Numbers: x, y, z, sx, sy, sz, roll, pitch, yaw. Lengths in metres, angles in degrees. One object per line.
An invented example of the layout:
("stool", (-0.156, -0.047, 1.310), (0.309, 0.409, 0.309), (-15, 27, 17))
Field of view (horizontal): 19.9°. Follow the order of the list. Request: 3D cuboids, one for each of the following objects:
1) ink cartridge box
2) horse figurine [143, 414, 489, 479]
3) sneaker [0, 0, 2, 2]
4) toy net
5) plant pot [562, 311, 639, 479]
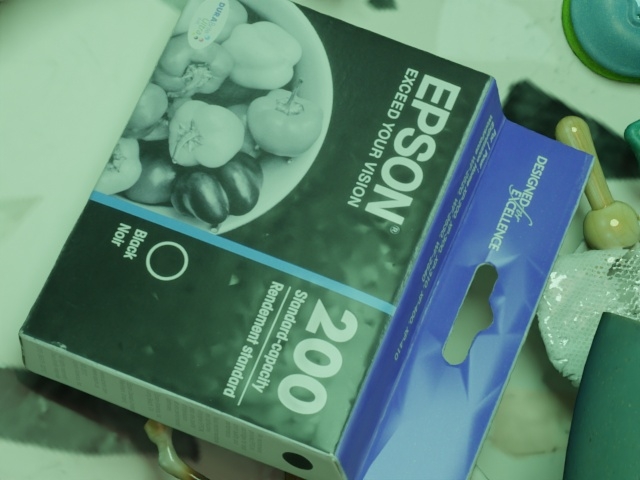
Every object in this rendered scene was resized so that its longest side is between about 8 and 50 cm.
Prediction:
("ink cartridge box", (0.000, 0.000, 0.829), (0.208, 0.045, 0.206), (21, 67, 6))
("horse figurine", (-0.042, 0.170, 0.812), (0.174, 0.066, 0.263), (42, 72, 5))
("sneaker", (-0.141, -0.149, 0.842), (0.290, 0.106, 0.123), (-9, 88, -4))
("toy net", (0.165, -0.032, 0.905), (0.122, 0.045, 0.232), (17, 78, -10))
("plant pot", (0.219, 0.174, 0.766), (0.290, 0.290, 0.195), (22, 90, -7))
